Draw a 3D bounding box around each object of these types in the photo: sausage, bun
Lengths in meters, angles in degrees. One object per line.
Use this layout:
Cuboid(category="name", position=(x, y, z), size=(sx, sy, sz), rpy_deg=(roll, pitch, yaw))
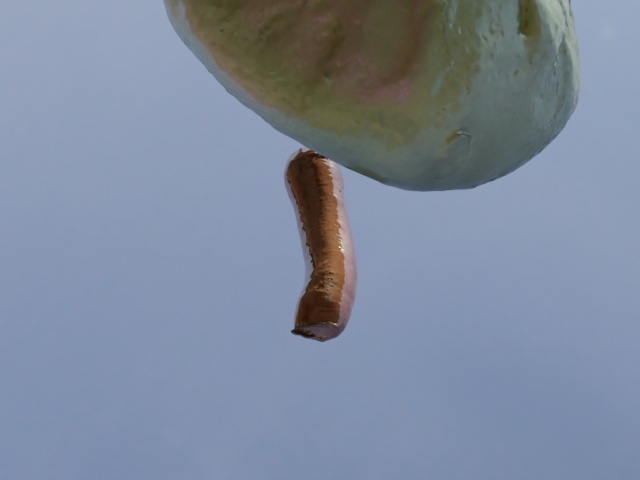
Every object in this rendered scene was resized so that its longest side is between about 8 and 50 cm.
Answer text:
Cuboid(category="sausage", position=(-0.001, 0.001, 1.337), size=(0.040, 0.047, 0.177), rpy_deg=(-49, -149, 34))
Cuboid(category="bun", position=(0.050, -0.177, 1.249), size=(0.293, 0.293, 0.187), rpy_deg=(54, -53, 37))
